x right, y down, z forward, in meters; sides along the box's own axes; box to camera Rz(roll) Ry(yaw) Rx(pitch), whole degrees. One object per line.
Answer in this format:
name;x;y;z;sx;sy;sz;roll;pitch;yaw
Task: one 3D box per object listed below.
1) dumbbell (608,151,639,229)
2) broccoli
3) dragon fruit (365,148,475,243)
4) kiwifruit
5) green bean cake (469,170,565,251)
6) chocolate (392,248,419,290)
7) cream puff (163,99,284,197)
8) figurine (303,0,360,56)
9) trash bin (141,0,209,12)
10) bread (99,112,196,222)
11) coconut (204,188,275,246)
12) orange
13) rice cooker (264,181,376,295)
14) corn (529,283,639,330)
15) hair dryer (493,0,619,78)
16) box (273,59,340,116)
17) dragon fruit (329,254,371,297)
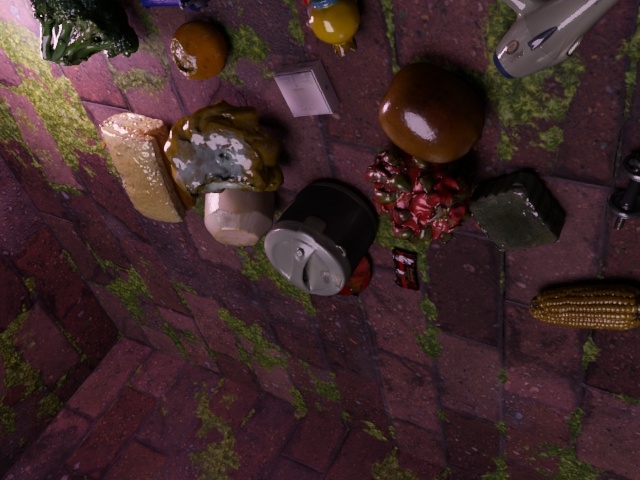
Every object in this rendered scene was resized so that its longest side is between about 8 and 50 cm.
dumbbell;0.661;-0.113;1.418;0.081;0.081;0.254;20;143;21
broccoli;-0.646;-0.580;1.823;0.265;0.294;0.245;49;118;35
dragon fruit;0.232;-0.125;1.633;0.302;0.237;0.231;42;145;38
kiwifruit;0.247;-0.275;1.477;0.234;0.196;0.196;28;146;4
green bean cake;0.470;-0.068;1.630;0.183;0.094;0.185;47;145;-18
chocolate;0.262;0.095;2.076;0.086;0.028;0.182;16;141;22
cream puff;-0.267;-0.261;1.913;0.323;0.270;0.274;-1;105;-1
figurine;-0.003;-0.522;1.462;0.185;0.127;0.234;24;161;37
trash bin;-0.345;-0.624;1.575;0.234;0.184;0.162;10;139;41
bread;-0.582;-0.242;2.264;0.236;0.165;0.375;14;141;22
coconut;-0.254;-0.104;2.121;0.241;0.241;0.241;23;145;17
orange;-0.317;-0.490;1.750;0.154;0.134;0.155;16;141;14
rice cooker;-0.003;0.001;1.963;0.288;0.277;0.288;24;147;17
corn;0.690;0.170;1.724;0.322;0.119;0.119;-6;130;51
hair dryer;0.418;-0.461;1.200;0.296;0.119;0.298;-9;115;39
box;-0.036;-0.383;1.714;0.130;0.051;0.129;4;137;39
dragon fruit;0.029;0.113;2.245;0.343;0.100;0.282;4;140;39
